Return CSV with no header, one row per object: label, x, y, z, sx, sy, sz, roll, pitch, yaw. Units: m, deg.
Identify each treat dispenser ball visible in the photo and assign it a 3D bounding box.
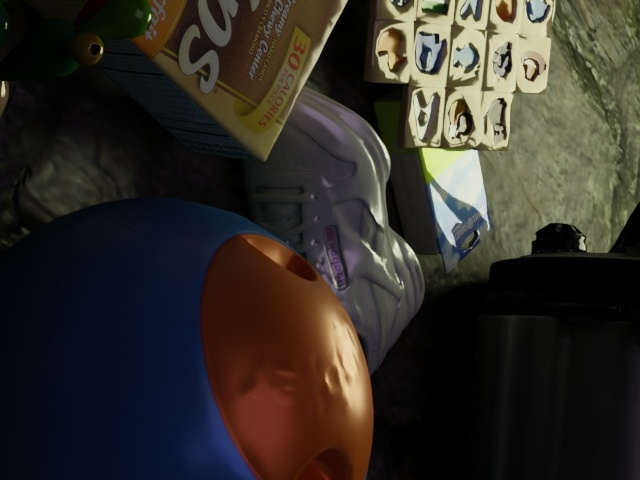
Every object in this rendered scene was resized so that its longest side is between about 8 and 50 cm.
treat dispenser ball,-0.109,0.116,1.124,0.288,0.288,0.288,-4,94,-56

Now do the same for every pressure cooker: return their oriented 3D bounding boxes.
pressure cooker,0.325,0.160,1.713,0.375,0.370,0.420,10,81,-39

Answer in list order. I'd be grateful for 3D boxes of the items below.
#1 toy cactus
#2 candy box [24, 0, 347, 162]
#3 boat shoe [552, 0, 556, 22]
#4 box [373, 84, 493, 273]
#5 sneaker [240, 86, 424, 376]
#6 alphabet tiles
toy cactus,-0.222,-0.127,1.091,0.219,0.180,0.112,-11,60,-23
candy box,-0.116,-0.215,1.241,0.316,0.087,0.183,42,68,-43
boat shoe,0.160,-0.267,1.710,0.228,0.069,0.081,37,70,-51
box,0.111,-0.070,1.668,0.109,0.042,0.178,-39,123,-48
sneaker,0.000,0.000,1.439,0.152,0.114,0.305,-60,137,-37
alphabet tiles,0.140,-0.254,1.619,0.285,0.011,0.342,-3,100,-50
